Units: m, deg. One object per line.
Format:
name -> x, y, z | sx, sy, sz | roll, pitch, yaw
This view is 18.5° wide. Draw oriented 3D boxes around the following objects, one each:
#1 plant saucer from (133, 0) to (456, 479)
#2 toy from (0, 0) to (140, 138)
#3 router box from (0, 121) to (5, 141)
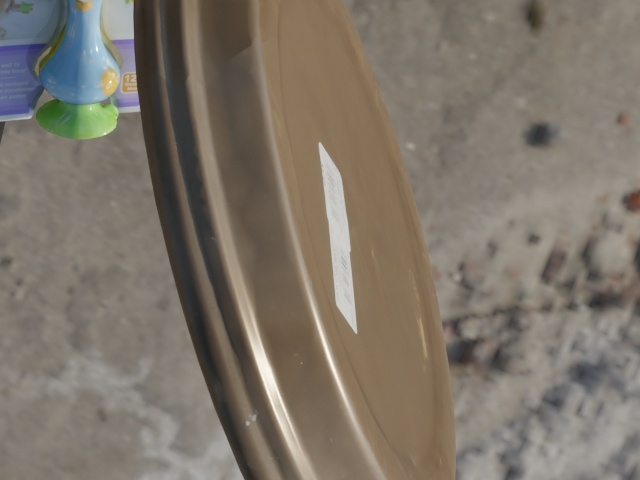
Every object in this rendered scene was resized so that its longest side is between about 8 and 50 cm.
plant saucer -> 0.000, 0.000, 0.740 | 0.278, 0.041, 0.278 | -14, 90, -77
toy -> -0.107, -0.151, 0.952 | 0.137, 0.056, 0.237 | -6, 130, -22
router box -> -0.245, -0.172, 1.066 | 0.243, 0.081, 0.309 | 54, 40, -59
